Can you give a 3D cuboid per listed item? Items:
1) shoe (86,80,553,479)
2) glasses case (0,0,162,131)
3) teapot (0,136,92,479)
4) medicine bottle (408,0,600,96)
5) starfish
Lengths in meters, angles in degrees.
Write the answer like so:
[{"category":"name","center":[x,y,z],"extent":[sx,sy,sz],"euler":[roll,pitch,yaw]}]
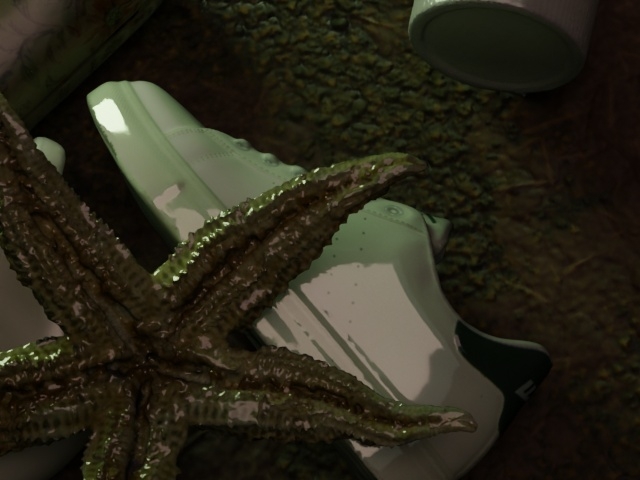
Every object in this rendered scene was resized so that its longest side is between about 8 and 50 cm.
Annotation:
[{"category":"shoe","center":[0.000,0.000,0.919],"extent":[0.160,0.132,0.363],"euler":[-38,76,-10]},{"category":"glasses case","center":[-0.286,-0.115,0.993],"extent":[0.156,0.098,0.425],"euler":[41,76,14]},{"category":"teapot","center":[-0.231,0.061,0.907],"extent":[0.204,0.139,0.298],"euler":[31,69,-14]},{"category":"medicine bottle","center":[0.148,-0.243,0.994],"extent":[0.144,0.144,0.252],"euler":[15,71,9]},{"category":"starfish","center":[-0.093,0.083,0.811],"extent":[0.358,0.078,0.347],"euler":[21,80,-1]}]
